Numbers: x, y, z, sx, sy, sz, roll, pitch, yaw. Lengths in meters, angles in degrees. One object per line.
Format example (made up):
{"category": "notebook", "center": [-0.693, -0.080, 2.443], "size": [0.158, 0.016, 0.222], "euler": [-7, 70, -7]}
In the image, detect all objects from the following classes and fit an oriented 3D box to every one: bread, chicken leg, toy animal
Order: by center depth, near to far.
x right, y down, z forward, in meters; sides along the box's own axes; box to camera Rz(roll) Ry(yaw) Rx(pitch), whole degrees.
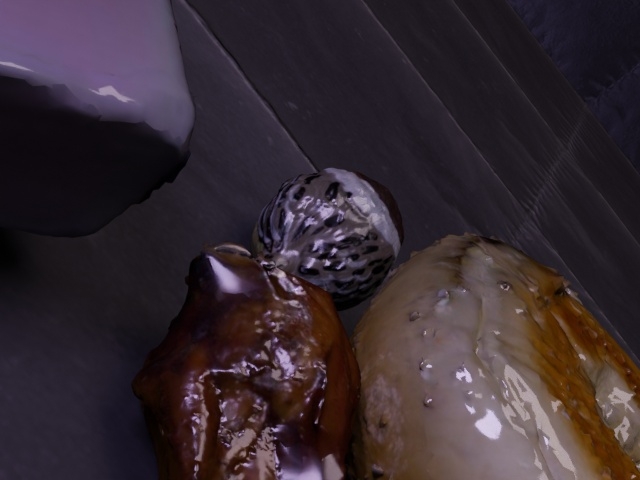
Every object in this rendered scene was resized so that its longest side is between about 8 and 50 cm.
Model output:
{"category": "chicken leg", "center": [-0.041, 0.129, 0.432], "size": [0.113, 0.093, 0.304], "euler": [25, 41, -16]}
{"category": "bread", "center": [0.125, 0.144, 0.605], "size": [0.305, 0.159, 0.305], "euler": [38, 31, -28]}
{"category": "toy animal", "center": [0.000, 0.000, 0.654], "size": [0.098, 0.098, 0.137], "euler": [56, 24, 7]}

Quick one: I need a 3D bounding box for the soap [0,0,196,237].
{"category": "soap", "center": [-0.202, -0.167, 0.422], "size": [0.285, 0.107, 0.296], "euler": [15, 51, -40]}
